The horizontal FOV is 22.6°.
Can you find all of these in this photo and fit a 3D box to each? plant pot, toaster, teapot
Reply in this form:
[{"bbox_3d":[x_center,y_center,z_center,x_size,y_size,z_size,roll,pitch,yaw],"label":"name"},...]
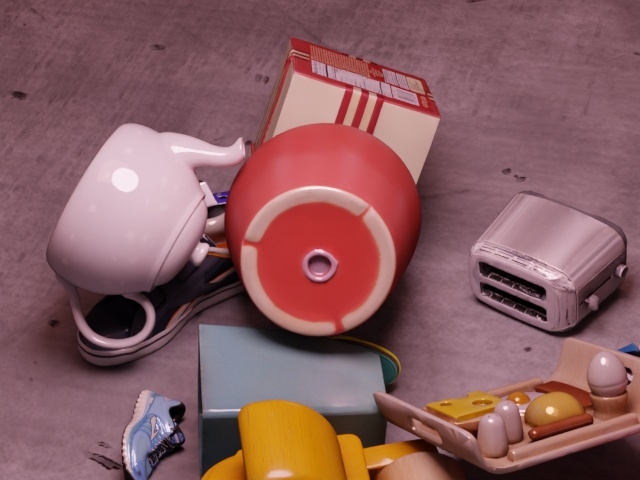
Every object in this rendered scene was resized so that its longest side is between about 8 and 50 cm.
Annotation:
[{"bbox_3d":[0.000,0.000,2.080,0.275,0.275,0.243,-4,14,2],"label":"plant pot"},{"bbox_3d":[-0.037,0.217,2.035,0.234,0.165,0.165,-1,39,-7],"label":"plant pot"},{"bbox_3d":[0.307,0.028,2.240,0.227,0.129,0.146,25,51,30],"label":"toaster"},{"bbox_3d":[-0.239,-0.017,2.148,0.187,0.256,0.252,31,54,-1],"label":"teapot"}]

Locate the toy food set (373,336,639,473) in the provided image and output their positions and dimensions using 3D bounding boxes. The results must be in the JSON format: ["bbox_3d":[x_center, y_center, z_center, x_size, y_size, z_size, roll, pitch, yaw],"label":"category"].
[{"bbox_3d":[0.246,0.184,1.935,0.306,0.092,0.220,-11,14,-27],"label":"toy food set"}]

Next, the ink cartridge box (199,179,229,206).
[{"bbox_3d":[-0.224,-0.063,2.402,0.208,0.045,0.206,-12,7,-9],"label":"ink cartridge box"}]

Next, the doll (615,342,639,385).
[{"bbox_3d":[0.417,0.185,2.102,0.189,0.046,0.129,17,44,24],"label":"doll"}]

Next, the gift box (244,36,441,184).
[{"bbox_3d":[0.039,-0.112,2.298,0.276,0.258,0.255,19,19,-4],"label":"gift box"}]

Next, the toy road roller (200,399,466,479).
[{"bbox_3d":[0.018,0.303,1.854,0.330,0.240,0.202,-9,40,-3],"label":"toy road roller"}]

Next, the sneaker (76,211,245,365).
[{"bbox_3d":[-0.216,0.051,2.279,0.321,0.127,0.126,-32,48,-27],"label":"sneaker"}]

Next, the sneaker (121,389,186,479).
[{"bbox_3d":[-0.214,0.257,2.078,0.073,0.063,0.162,5,41,7],"label":"sneaker"}]

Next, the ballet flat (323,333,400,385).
[{"bbox_3d":[-0.005,0.157,2.170,0.231,0.077,0.077,-2,23,8],"label":"ballet flat"}]
